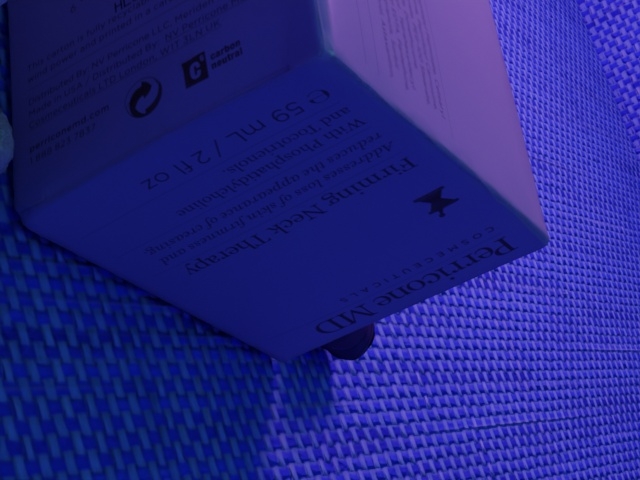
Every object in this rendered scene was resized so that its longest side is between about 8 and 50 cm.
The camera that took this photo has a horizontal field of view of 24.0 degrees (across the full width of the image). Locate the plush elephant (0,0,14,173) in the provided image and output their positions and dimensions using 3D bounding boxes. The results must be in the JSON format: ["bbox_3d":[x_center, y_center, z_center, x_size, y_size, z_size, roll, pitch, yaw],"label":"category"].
[{"bbox_3d":[-0.293,-0.212,1.058,0.330,0.255,0.271,1,66,-63],"label":"plush elephant"}]

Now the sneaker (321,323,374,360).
[{"bbox_3d":[0.000,0.000,1.671,0.124,0.107,0.283,53,27,-59],"label":"sneaker"}]

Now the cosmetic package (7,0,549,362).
[{"bbox_3d":[-0.039,-0.139,1.410,0.394,0.329,0.327,33,39,-48],"label":"cosmetic package"}]
